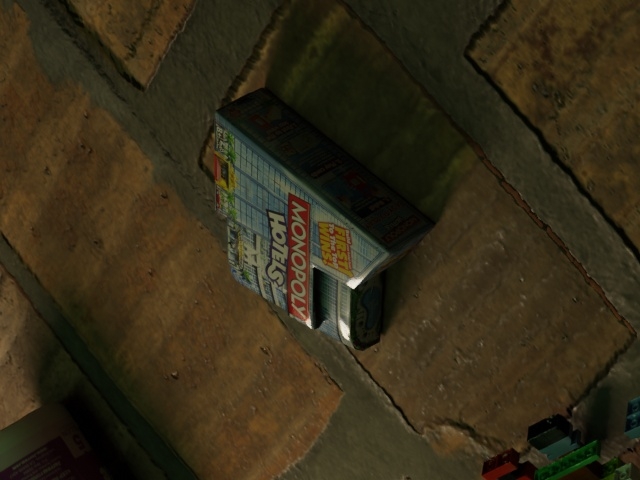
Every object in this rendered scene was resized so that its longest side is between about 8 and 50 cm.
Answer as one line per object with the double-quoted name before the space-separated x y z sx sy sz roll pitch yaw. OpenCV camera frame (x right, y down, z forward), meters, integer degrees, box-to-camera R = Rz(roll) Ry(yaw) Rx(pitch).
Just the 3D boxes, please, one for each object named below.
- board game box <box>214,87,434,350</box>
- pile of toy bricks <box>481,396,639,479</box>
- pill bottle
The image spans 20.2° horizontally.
"board game box" 0.000 0.000 1.481 0.194 0.060 0.194 29 134 34
"pile of toy bricks" 0.218 0.197 1.357 0.105 0.118 0.212 40 130 -22
"pill bottle" -0.267 0.339 1.920 0.301 0.169 0.169 56 142 3
